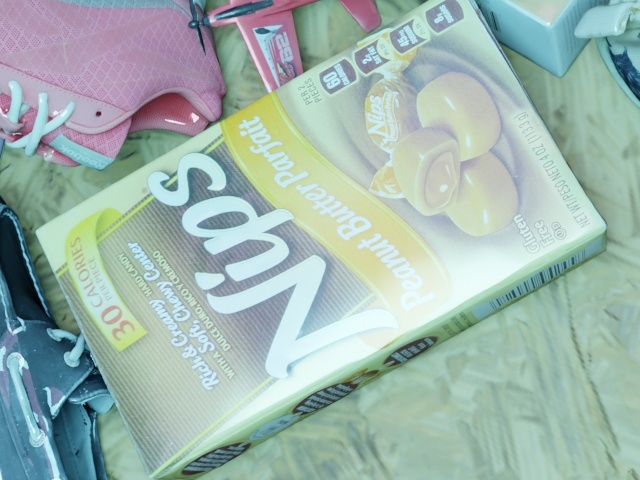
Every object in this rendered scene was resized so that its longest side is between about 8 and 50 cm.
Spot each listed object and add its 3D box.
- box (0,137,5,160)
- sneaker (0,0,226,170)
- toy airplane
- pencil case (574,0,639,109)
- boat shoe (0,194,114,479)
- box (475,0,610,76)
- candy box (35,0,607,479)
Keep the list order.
[{"bbox_3d":[-0.356,-0.113,0.916,0.243,0.117,0.213,9,78,16],"label":"box"},{"bbox_3d":[-0.180,-0.107,0.796,0.116,0.314,0.136,-31,78,47],"label":"sneaker"},{"bbox_3d":[-0.019,-0.167,0.864,0.151,0.028,0.151,0,88,-12],"label":"toy airplane"},{"bbox_3d":[0.345,-0.212,0.737,0.410,0.160,0.183,-45,97,0],"label":"pencil case"},{"bbox_3d":[-0.184,0.098,0.824,0.102,0.108,0.301,-14,75,10],"label":"boat shoe"},{"bbox_3d":[0.151,-0.220,0.829,0.130,0.091,0.170,35,87,20],"label":"box"},{"bbox_3d":[0.000,0.000,0.810,0.316,0.087,0.183,-29,74,5],"label":"candy box"}]
